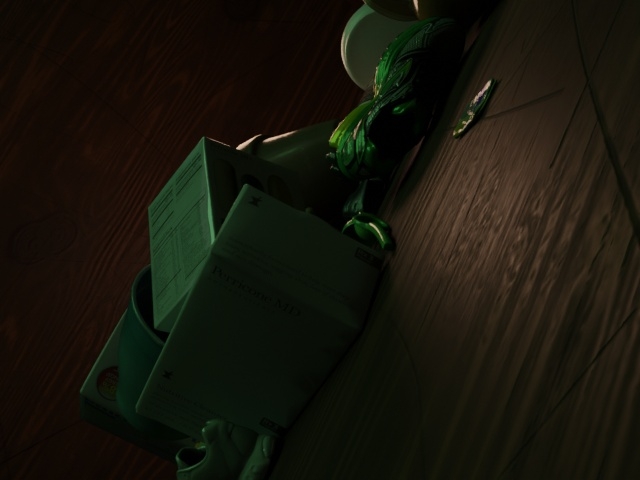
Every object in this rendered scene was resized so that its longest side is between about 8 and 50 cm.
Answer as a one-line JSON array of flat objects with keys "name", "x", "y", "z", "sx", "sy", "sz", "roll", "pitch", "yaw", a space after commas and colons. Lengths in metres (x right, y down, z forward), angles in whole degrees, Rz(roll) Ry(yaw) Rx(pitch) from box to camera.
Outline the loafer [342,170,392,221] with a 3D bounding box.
[{"name": "loafer", "x": 0.104, "y": -0.105, "z": 1.542, "sx": 0.061, "sy": 0.062, "sz": 0.170, "roll": -5, "pitch": 58, "yaw": 60}]

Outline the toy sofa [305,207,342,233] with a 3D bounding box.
[{"name": "toy sofa", "x": -0.098, "y": 0.110, "z": 1.639, "sx": 0.362, "sy": 0.177, "sz": 0.150, "roll": -61, "pitch": -3, "yaw": 18}]

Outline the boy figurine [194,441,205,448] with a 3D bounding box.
[{"name": "boy figurine", "x": -0.173, "y": 0.371, "z": 1.446, "sx": 0.177, "sy": 0.092, "sz": 0.285, "roll": -60, "pitch": 1, "yaw": -34}]

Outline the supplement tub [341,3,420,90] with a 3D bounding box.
[{"name": "supplement tub", "x": 0.169, "y": -0.467, "z": 1.962, "sx": 0.228, "sy": 0.228, "sz": 0.316, "roll": -60, "pitch": 3, "yaw": 22}]

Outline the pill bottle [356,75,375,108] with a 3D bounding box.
[{"name": "pill bottle", "x": 0.132, "y": -0.256, "z": 1.707, "sx": 0.121, "sy": 0.121, "sz": 0.221, "roll": -59, "pitch": 4, "yaw": 42}]

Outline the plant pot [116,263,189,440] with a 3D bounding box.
[{"name": "plant pot", "x": -0.248, "y": 0.213, "z": 1.494, "sx": 0.255, "sy": 0.272, "sz": 0.271, "roll": -60, "pitch": 4, "yaw": 31}]

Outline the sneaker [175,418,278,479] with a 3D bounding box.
[{"name": "sneaker", "x": -0.163, "y": 0.352, "z": 1.172, "sx": 0.262, "sy": 0.121, "sz": 0.099, "roll": -60, "pitch": 3, "yaw": 21}]

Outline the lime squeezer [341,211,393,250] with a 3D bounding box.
[{"name": "lime squeezer", "x": 0.059, "y": 0.004, "z": 1.238, "sx": 0.110, "sy": 0.059, "sz": 0.310, "roll": -63, "pitch": 4, "yaw": -21}]

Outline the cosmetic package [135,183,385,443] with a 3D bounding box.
[{"name": "cosmetic package", "x": -0.093, "y": 0.133, "z": 1.148, "sx": 0.385, "sy": 0.217, "sz": 0.156, "roll": -61, "pitch": 4, "yaw": 44}]

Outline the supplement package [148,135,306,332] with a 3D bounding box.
[{"name": "supplement package", "x": -0.149, "y": 0.010, "z": 1.369, "sx": 0.198, "sy": 0.199, "sz": 0.262, "roll": -45, "pitch": 41, "yaw": 34}]

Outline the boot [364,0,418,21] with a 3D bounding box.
[{"name": "boot", "x": 0.225, "y": -0.521, "z": 1.601, "sx": 0.203, "sy": 0.262, "sz": 0.095, "roll": 126, "pitch": 139, "yaw": -50}]

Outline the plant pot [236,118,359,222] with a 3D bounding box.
[{"name": "plant pot", "x": -0.021, "y": -0.142, "z": 1.735, "sx": 0.229, "sy": 0.263, "sz": 0.263, "roll": -29, "pitch": 19, "yaw": 27}]

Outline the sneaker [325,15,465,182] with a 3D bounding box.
[{"name": "sneaker", "x": 0.158, "y": -0.238, "z": 1.408, "sx": 0.343, "sy": 0.134, "sz": 0.146, "roll": -59, "pitch": 27, "yaw": -12}]

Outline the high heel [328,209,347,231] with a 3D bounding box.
[{"name": "high heel", "x": 0.000, "y": 0.000, "z": 1.952, "sx": 0.261, "sy": 0.093, "sz": 0.186, "roll": 128, "pitch": 166, "yaw": -69}]

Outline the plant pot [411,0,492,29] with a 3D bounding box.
[{"name": "plant pot", "x": 0.243, "y": -0.496, "z": 1.433, "sx": 0.254, "sy": 0.237, "sz": 0.237, "roll": 95, "pitch": -162, "yaw": -54}]

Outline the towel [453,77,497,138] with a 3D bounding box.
[{"name": "towel", "x": 0.188, "y": -0.161, "z": 1.010, "sx": 0.060, "sy": 0.009, "sz": 0.083, "roll": -62, "pitch": 3, "yaw": -14}]

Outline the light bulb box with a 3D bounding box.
[{"name": "light bulb box", "x": -0.351, "y": 0.367, "z": 1.922, "sx": 0.225, "sy": 0.358, "sz": 0.361, "roll": -65, "pitch": 5, "yaw": -26}]
